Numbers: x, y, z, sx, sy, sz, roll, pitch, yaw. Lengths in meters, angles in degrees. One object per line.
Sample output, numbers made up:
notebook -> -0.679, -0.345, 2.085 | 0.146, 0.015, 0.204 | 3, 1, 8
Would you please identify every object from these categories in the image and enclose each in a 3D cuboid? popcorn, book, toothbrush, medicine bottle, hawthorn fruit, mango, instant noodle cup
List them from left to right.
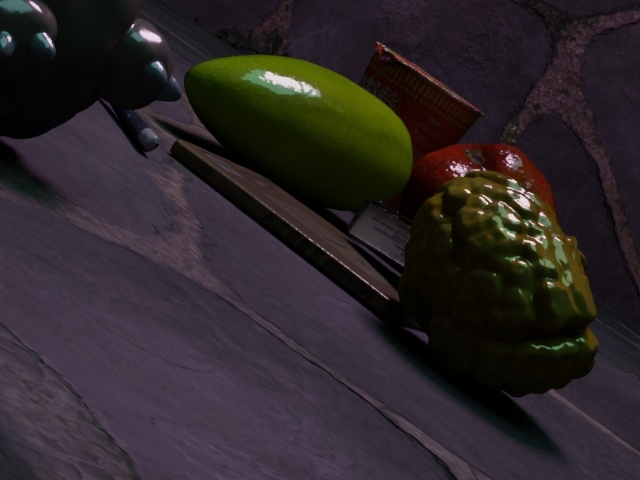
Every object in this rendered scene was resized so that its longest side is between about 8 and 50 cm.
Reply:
toothbrush -> -0.211, -0.140, 1.872 | 0.026, 0.024, 0.288 | 46, 0, -28
mango -> -0.030, -0.140, 2.142 | 0.343, 0.156, 0.192 | 24, 10, -45
book -> 0.000, 0.000, 1.888 | 0.310, 0.021, 0.217 | 38, 7, 27
instant noodle cup -> 0.094, -0.142, 2.479 | 0.193, 0.212, 0.193 | 34, 7, -5
medicine bottle -> 0.140, 0.044, 1.946 | 0.201, 0.052, 0.171 | 39, -2, -30
hawthorn fruit -> 0.194, -0.031, 2.306 | 0.207, 0.207, 0.243 | 33, -4, -5
popcorn -> 0.185, 0.041, 1.711 | 0.203, 0.200, 0.226 | -1, 19, -40

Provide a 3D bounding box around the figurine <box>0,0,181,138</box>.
figurine -> -0.281, -0.220, 1.356 | 0.380, 0.203, 0.248 | 37, 11, 29
